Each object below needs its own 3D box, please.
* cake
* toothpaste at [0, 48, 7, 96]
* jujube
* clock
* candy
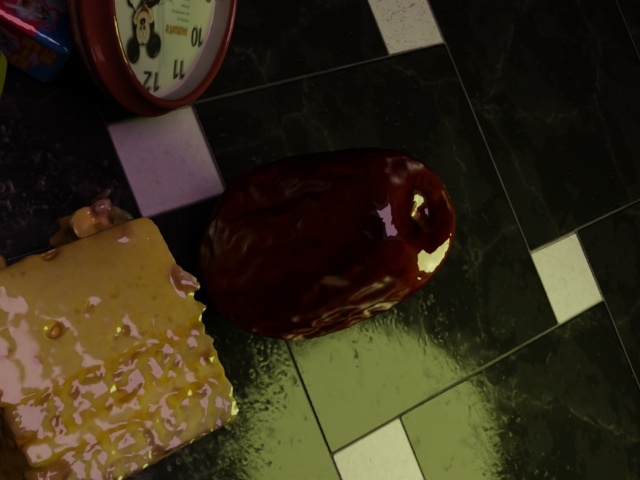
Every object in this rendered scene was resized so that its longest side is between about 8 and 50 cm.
[{"bbox_3d":[-0.259,0.098,0.912,0.227,0.222,0.286,-22,88,-38],"label":"cake"},{"bbox_3d":[-0.461,-0.183,0.846,0.327,0.110,0.077,8,72,-3],"label":"toothpaste"},{"bbox_3d":[0.000,0.000,1.058,0.223,0.318,0.223,13,70,-40],"label":"jujube"},{"bbox_3d":[-0.193,-0.303,1.075,0.318,0.080,0.318,10,90,-71],"label":"clock"},{"bbox_3d":[-0.395,-0.325,1.021,0.306,0.100,0.157,30,62,-22],"label":"candy"}]
